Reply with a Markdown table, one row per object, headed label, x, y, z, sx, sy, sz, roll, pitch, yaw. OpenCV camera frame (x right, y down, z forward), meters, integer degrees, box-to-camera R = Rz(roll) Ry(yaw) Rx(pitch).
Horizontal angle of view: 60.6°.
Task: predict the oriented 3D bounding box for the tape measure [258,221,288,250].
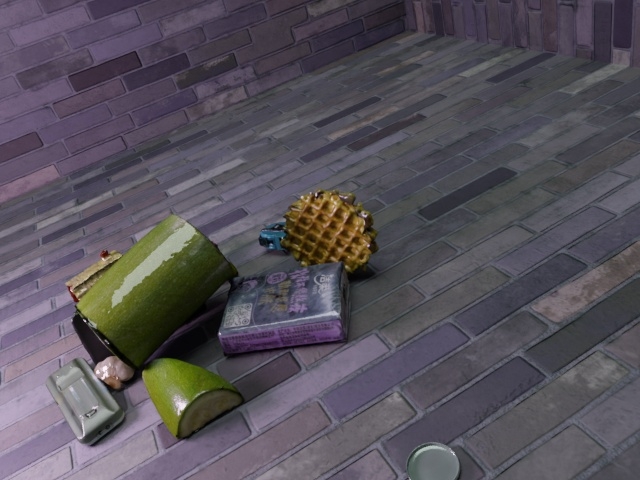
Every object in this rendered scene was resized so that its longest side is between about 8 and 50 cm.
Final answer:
| label | x | y | z | sx | sy | sz | roll | pitch | yaw |
| --- | --- | --- | --- | --- | --- | --- | --- | --- | --- |
| tape measure | -0.142 | -0.015 | 1.926 | 0.146 | 0.081 | 0.125 | 3 | 28 | 28 |

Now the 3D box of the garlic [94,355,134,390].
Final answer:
| label | x | y | z | sx | sy | sz | roll | pitch | yaw |
| --- | --- | --- | --- | --- | --- | --- | --- | --- | --- |
| garlic | -0.587 | 0.370 | 1.570 | 0.113 | 0.074 | 0.094 | 12 | 17 | -1 |

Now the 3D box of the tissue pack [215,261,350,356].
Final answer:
| label | x | y | z | sx | sy | sz | roll | pitch | yaw |
| --- | --- | --- | --- | --- | --- | --- | --- | --- | --- |
| tissue pack | -0.098 | 0.190 | 1.570 | 0.361 | 0.122 | 0.259 | -9 | 35 | 10 |

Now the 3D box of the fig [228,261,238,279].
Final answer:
| label | x | y | z | sx | sy | sz | roll | pitch | yaw |
| --- | --- | --- | --- | --- | --- | --- | --- | --- | --- |
| fig | -0.321 | 0.102 | 1.849 | 0.088 | 0.074 | 0.074 | 11 | 37 | 4 |

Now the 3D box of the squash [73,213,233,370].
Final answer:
| label | x | y | z | sx | sy | sz | roll | pitch | yaw |
| --- | --- | --- | --- | --- | --- | --- | --- | --- | --- |
| squash | -0.469 | 0.139 | 1.546 | 0.263 | 0.263 | 0.384 | 21 | 61 | 45 |

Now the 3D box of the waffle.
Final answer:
| label | x | y | z | sx | sy | sz | roll | pitch | yaw |
| --- | --- | --- | --- | --- | --- | --- | --- | --- | --- |
| waffle | 0.032 | -0.016 | 1.649 | 0.329 | 0.329 | 0.062 | -2 | 22 | 23 |

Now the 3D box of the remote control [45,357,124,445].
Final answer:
| label | x | y | z | sx | sy | sz | roll | pitch | yaw |
| --- | --- | --- | --- | --- | --- | --- | --- | --- | --- |
| remote control | -0.663 | 0.433 | 1.521 | 0.128 | 0.066 | 0.335 | -38 | 38 | -25 |

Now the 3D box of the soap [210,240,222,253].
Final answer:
| label | x | y | z | sx | sy | sz | roll | pitch | yaw |
| --- | --- | --- | --- | --- | --- | --- | --- | --- | --- |
| soap | -0.458 | 0.096 | 1.902 | 0.250 | 0.099 | 0.162 | -27 | 27 | -14 |

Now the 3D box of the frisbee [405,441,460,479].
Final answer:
| label | x | y | z | sx | sy | sz | roll | pitch | yaw |
| --- | --- | --- | --- | --- | --- | --- | --- | --- | --- |
| frisbee | 0.227 | 0.458 | 1.107 | 0.110 | 0.014 | 0.110 | -13 | 33 | 9 |

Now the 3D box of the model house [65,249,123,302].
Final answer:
| label | x | y | z | sx | sy | sz | roll | pitch | yaw |
| --- | --- | --- | --- | --- | --- | --- | --- | --- | --- |
| model house | -0.677 | 0.166 | 1.753 | 0.196 | 0.254 | 0.160 | -38 | 32 | -28 |

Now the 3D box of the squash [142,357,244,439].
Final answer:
| label | x | y | z | sx | sy | sz | roll | pitch | yaw |
| --- | --- | --- | --- | --- | --- | --- | --- | --- | --- |
| squash | -0.356 | 0.363 | 1.443 | 0.203 | 0.111 | 0.288 | -29 | 33 | -19 |

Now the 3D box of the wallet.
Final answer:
| label | x | y | z | sx | sy | sz | roll | pitch | yaw |
| --- | --- | --- | --- | --- | --- | --- | --- | --- | --- |
| wallet | -0.548 | 0.215 | 1.680 | 0.377 | 0.197 | 0.051 | -29 | 11 | -19 |
